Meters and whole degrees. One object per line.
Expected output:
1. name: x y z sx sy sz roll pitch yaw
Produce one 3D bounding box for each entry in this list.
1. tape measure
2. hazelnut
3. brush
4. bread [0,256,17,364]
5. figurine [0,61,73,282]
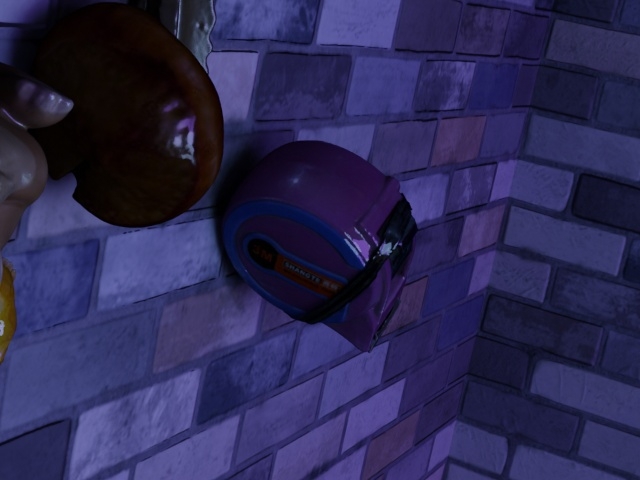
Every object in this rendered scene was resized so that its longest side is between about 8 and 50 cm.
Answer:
1. tape measure: 0.000 0.000 1.478 0.149 0.232 0.245 -53 167 -38
2. hazelnut: -0.169 -0.117 1.095 0.204 0.178 0.178 58 43 -14
3. brush: -0.141 -0.283 1.182 0.084 0.071 0.300 -19 117 -58
4. bread: -0.348 0.075 0.893 0.288 0.119 0.152 -3 112 -65
5. figurine: -0.285 -0.061 0.809 0.173 0.247 0.177 -63 156 3
